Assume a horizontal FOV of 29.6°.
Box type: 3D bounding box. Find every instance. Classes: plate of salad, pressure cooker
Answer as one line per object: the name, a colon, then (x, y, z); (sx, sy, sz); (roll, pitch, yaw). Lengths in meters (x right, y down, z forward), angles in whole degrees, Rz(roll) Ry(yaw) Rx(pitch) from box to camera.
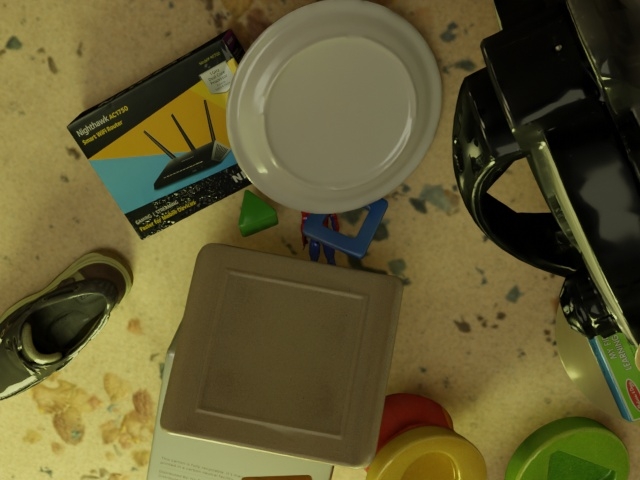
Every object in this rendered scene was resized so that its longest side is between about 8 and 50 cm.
plate of salad: (0.012, -0.120, 1.084); (0.200, 0.048, 0.199); (-7, 116, -14)
pressure cooker: (0.306, -0.099, 0.896); (0.420, 0.375, 0.370); (-24, 111, 17)

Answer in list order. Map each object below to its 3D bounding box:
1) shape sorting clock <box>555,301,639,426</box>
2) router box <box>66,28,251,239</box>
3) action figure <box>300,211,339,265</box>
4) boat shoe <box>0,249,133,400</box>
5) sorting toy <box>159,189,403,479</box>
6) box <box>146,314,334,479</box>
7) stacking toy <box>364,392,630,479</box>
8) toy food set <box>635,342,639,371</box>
shape sorting clock: (0.328, 0.087, 1.155); (0.206, 0.040, 0.206); (3, 109, 10)
router box: (-0.127, -0.097, 1.140); (0.179, 0.046, 0.133); (-26, 107, 18)
action figure: (0.000, 0.000, 1.174); (0.038, 0.030, 0.115); (-3, 108, 4)
boat shoe: (-0.282, 0.096, 1.232); (0.223, 0.073, 0.080); (-39, 103, 21)
sorting toy: (-0.034, 0.107, 1.105); (0.196, 0.047, 0.347); (10, 72, 5)
box: (-0.067, 0.175, 1.210); (0.181, 0.119, 0.182); (13, 115, 3)
stacking toy: (0.161, 0.282, 1.260); (0.280, 0.130, 0.309); (-10, 117, -16)
toy food set: (0.250, 0.074, 0.799); (0.083, 0.020, 0.083); (3, 138, -7)
